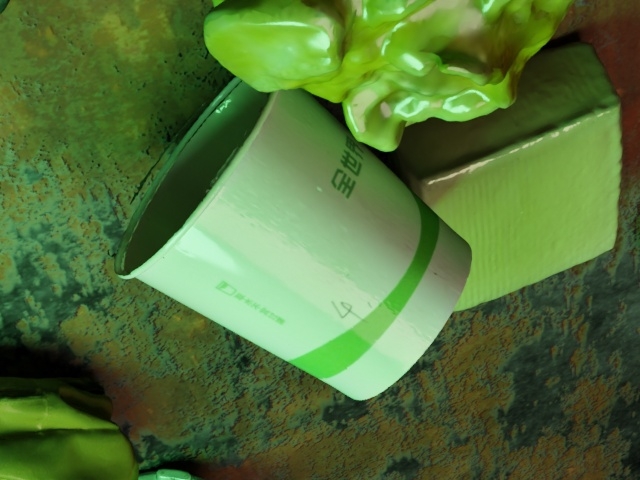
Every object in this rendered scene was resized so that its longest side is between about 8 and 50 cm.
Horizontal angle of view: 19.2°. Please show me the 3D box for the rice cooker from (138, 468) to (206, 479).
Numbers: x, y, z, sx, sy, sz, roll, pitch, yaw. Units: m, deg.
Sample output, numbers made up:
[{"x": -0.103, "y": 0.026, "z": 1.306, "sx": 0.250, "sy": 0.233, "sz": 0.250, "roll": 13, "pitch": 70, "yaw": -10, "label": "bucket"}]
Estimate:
[{"x": -0.195, "y": 0.427, "z": 2.321, "sx": 0.281, "sy": 0.241, "sz": 0.227, "roll": 10, "pitch": 138, "yaw": 2, "label": "rice cooker"}]

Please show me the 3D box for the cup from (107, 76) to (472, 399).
[{"x": -0.016, "y": -0.003, "z": 1.765, "sx": 0.274, "sy": 0.253, "sz": 0.253, "roll": 35, "pitch": 118, "yaw": -16, "label": "cup"}]

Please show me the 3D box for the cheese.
[{"x": 0.200, "y": -0.062, "z": 2.037, "sx": 0.243, "sy": 0.124, "sz": 0.265, "roll": -18, "pitch": 146, "yaw": -5, "label": "cheese"}]

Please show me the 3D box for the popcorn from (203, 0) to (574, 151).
[{"x": 0.057, "y": -0.244, "z": 1.612, "sx": 0.334, "sy": 0.293, "sz": 0.292, "roll": 32, "pitch": 148, "yaw": -30, "label": "popcorn"}]

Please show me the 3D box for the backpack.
[{"x": -0.388, "y": 0.285, "z": 2.042, "sx": 0.378, "sy": 0.201, "sz": 0.353, "roll": 12, "pitch": 126, "yaw": -47, "label": "backpack"}]

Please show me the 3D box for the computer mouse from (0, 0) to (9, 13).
[{"x": -0.292, "y": -0.217, "z": 1.575, "sx": 0.079, "sy": 0.047, "sz": 0.135, "roll": -9, "pitch": 144, "yaw": -22, "label": "computer mouse"}]
